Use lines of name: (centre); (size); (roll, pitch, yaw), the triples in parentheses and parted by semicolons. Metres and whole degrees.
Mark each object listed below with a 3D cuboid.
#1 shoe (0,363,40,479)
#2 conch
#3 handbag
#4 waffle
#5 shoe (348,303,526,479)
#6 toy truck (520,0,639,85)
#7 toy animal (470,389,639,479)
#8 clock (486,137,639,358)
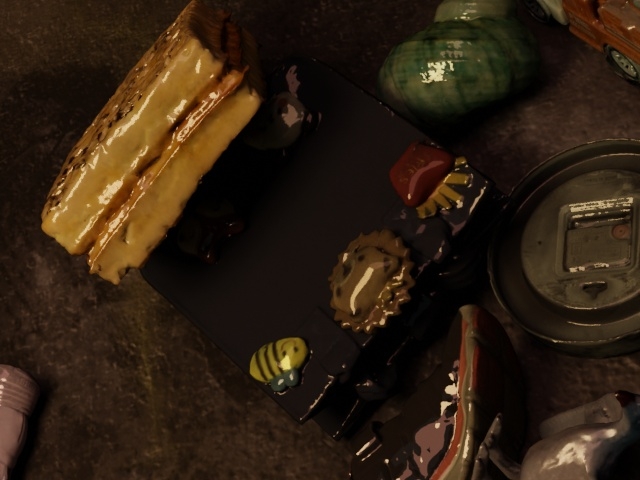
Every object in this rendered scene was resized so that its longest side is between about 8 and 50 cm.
shoe: (-0.437, 0.224, 1.540); (0.245, 0.095, 0.138); (-9, 55, 17)
conch: (0.146, -0.192, 1.457); (0.188, 0.122, 0.176); (-42, 26, -5)
handbag: (0.000, 0.000, 1.389); (0.329, 0.122, 0.303); (39, 94, 39)
waffle: (-0.167, -0.122, 1.452); (0.261, 0.114, 0.376); (-48, 14, 9)
shoe: (0.098, 0.200, 1.251); (0.137, 0.114, 0.291); (6, 68, 38)
toy truck: (0.294, -0.286, 1.387); (0.133, 0.184, 0.338); (-43, 50, -2)
toy animal: (0.211, 0.208, 1.129); (0.176, 0.255, 0.239); (15, 41, 12)
clock: (0.271, 0.007, 1.309); (0.226, 0.049, 0.226); (-14, 56, 22)
